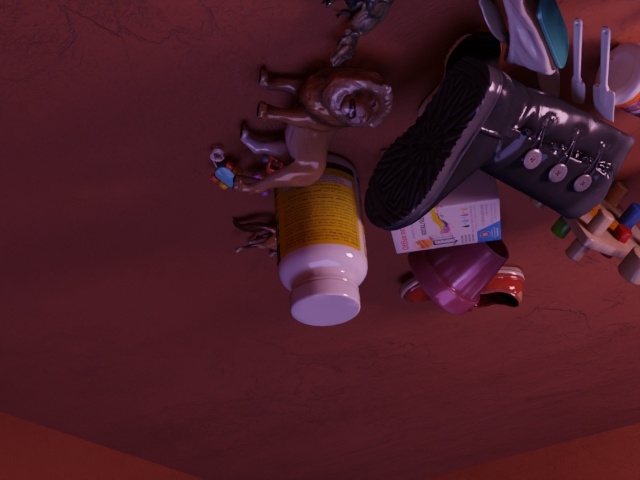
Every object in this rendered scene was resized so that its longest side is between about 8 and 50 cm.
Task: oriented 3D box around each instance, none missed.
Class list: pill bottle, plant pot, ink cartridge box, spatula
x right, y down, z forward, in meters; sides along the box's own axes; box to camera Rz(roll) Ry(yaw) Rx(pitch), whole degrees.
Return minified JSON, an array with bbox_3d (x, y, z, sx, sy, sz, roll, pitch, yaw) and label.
[{"bbox_3d":[0.641,-0.285,1.778,0.221,0.121,0.121,17,143,-30],"label":"pill bottle"},{"bbox_3d":[0.342,0.049,2.234,0.201,0.201,0.180,26,123,-39],"label":"plant pot"},{"bbox_3d":[0.256,-0.095,1.994,0.232,0.168,0.171,-8,149,8],"label":"ink cartridge box"},{"bbox_3d":[0.000,0.000,1.960,0.187,0.334,0.188,-3,148,-2],"label":"pill bottle"},{"bbox_3d":[0.463,-0.324,1.701,0.019,0.168,0.242,-44,147,-13],"label":"spatula"}]

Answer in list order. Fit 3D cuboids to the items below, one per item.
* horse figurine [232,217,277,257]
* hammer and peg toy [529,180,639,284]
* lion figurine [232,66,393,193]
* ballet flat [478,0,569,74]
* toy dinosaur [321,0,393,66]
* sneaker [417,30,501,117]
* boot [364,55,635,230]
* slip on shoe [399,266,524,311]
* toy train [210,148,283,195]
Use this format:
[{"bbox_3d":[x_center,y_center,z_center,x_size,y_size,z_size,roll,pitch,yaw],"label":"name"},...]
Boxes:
[{"bbox_3d":[-0.087,0.006,2.217,0.174,0.066,0.263,-21,147,35],"label":"horse figurine"},{"bbox_3d":[0.629,-0.008,2.010,0.265,0.361,0.127,16,123,-31],"label":"hammer and peg toy"},{"bbox_3d":[-0.025,-0.205,1.821,0.240,0.142,0.392,8,150,-15],"label":"lion figurine"},{"bbox_3d":[0.314,-0.419,1.529,0.139,0.139,0.400,-14,144,15],"label":"ballet flat"},{"bbox_3d":[0.081,-0.404,1.583,0.118,0.064,0.268,15,142,-39],"label":"toy dinosaur"},{"bbox_3d":[0.274,-0.264,1.764,0.107,0.124,0.283,4,147,-13],"label":"sneaker"},{"bbox_3d":[0.347,-0.126,1.776,0.445,0.146,0.367,13,126,-41],"label":"boot"},{"bbox_3d":[0.373,0.133,2.442,0.331,0.101,0.123,-1,150,-2],"label":"slip on shoe"},{"bbox_3d":[-0.149,-0.158,1.968,0.166,0.046,0.125,6,129,-4],"label":"toy train"}]
